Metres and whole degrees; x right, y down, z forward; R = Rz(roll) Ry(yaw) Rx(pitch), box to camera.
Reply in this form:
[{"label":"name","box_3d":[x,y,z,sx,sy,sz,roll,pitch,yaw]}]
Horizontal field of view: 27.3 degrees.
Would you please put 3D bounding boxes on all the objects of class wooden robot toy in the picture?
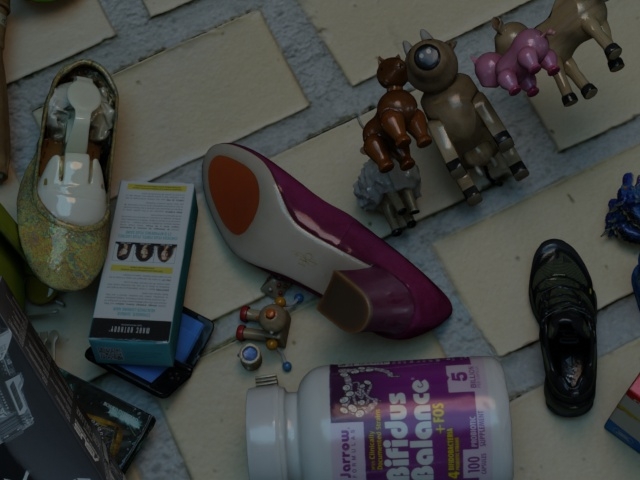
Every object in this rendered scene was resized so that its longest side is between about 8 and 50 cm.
[{"label":"wooden robot toy","box_3d":[-0.070,0.110,1.643,0.076,0.079,0.173,7,69,6]}]

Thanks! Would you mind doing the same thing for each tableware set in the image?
[{"label":"tableware set","box_3d":[-0.382,0.097,1.696,0.104,0.024,0.154,-7,70,10]}]

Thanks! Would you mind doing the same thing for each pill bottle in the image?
[{"label":"pill bottle","box_3d":[0.067,0.226,1.543,0.301,0.169,0.169,-4,69,2]}]

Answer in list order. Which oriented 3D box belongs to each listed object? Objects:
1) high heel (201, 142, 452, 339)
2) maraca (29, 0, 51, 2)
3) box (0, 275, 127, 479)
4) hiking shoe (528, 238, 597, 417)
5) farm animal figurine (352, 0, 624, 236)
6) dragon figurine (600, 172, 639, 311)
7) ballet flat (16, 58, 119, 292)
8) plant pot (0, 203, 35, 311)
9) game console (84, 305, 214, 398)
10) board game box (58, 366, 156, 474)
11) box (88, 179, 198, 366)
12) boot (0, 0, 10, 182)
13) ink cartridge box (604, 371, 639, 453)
[{"label":"high heel","box_3d":[0.000,0.000,1.699,0.377,0.181,0.127,49,119,31]},{"label":"maraca","box_3d":[-0.374,-0.395,1.848,0.185,0.099,0.127,-24,79,-32]},{"label":"box","box_3d":[-0.390,0.222,1.462,0.242,0.307,0.076,-23,25,4]},{"label":"hiking shoe","box_3d":[0.306,0.095,1.609,0.086,0.114,0.227,-5,69,1]},{"label":"farm animal figurine","box_3d":[0.185,-0.182,1.617,0.330,0.327,0.172,-21,64,-8]},{"label":"dragon figurine","box_3d":[0.434,0.054,1.633,0.144,0.085,0.289,-5,68,1]},{"label":"ballet flat","box_3d":[-0.311,-0.097,1.661,0.123,0.123,0.349,-4,49,1]},{"label":"plant pot","box_3d":[-0.480,0.043,1.608,0.227,0.228,0.207,15,68,15]},{"label":"game console","box_3d":[-0.214,0.125,1.647,0.122,0.071,0.107,26,28,13]},{"label":"board game box","box_3d":[-0.311,0.229,1.604,0.186,0.026,0.126,25,68,14]},{"label":"box","box_3d":[-0.219,0.038,1.658,0.100,0.060,0.244,3,55,4]},{"label":"boot","box_3d":[-0.532,-0.208,1.788,0.236,0.089,0.270,-4,74,13]},{"label":"ink cartridge box","box_3d":[0.414,0.197,1.501,0.134,0.231,0.078,36,75,15]}]
